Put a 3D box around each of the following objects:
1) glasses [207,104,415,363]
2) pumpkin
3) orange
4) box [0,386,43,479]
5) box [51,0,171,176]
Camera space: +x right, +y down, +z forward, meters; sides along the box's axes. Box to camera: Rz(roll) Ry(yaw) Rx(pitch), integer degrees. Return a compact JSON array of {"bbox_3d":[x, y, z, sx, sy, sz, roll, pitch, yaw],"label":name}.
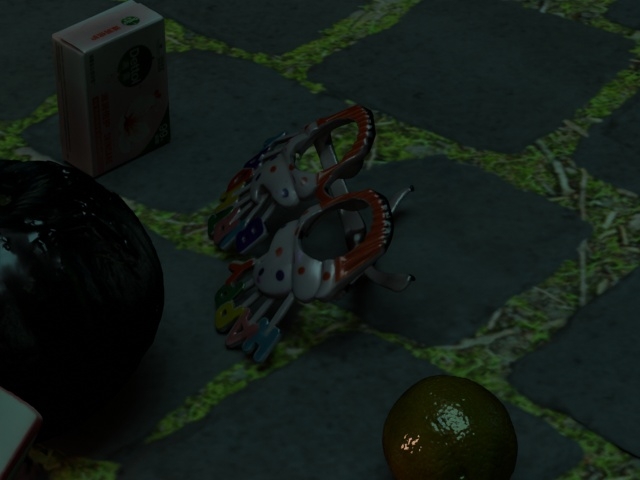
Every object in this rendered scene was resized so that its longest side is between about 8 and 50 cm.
[{"bbox_3d":[-0.009,-0.002,1.384,0.162,0.095,0.255,-24,35,14],"label":"glasses"},{"bbox_3d":[-0.220,0.042,1.232,0.233,0.163,0.233,-6,26,3],"label":"pumpkin"},{"bbox_3d":[0.085,0.132,1.172,0.085,0.085,0.095,-12,35,-15],"label":"orange"},{"bbox_3d":[-0.361,0.186,0.825,0.300,0.314,0.312,33,39,-5],"label":"box"},{"bbox_3d":[-0.172,-0.125,1.498,0.089,0.125,0.043,-31,47,-34],"label":"box"}]
